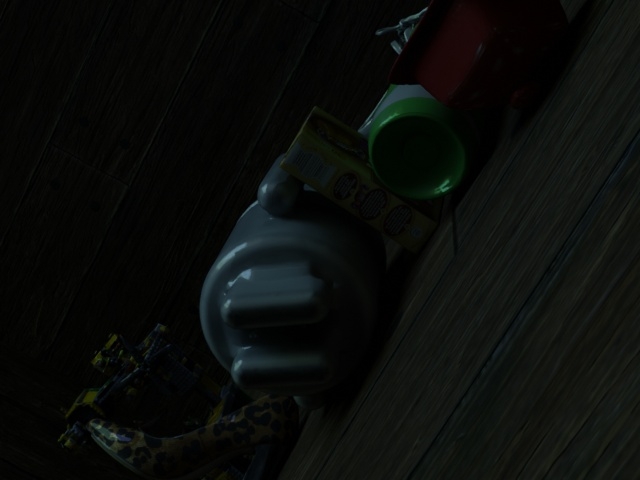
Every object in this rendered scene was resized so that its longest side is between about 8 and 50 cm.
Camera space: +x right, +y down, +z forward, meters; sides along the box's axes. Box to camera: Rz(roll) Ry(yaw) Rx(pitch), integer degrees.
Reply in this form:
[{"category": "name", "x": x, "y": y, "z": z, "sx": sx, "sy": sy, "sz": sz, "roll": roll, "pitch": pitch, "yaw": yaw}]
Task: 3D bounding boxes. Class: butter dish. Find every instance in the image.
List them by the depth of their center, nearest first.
[{"category": "butter dish", "x": 0.171, "y": -0.177, "z": 1.027, "sx": 0.160, "sy": 0.118, "sz": 0.160, "roll": -9, "pitch": -31, "yaw": -33}]

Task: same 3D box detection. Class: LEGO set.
[{"category": "LEGO set", "x": -0.218, "y": 0.292, "z": 1.543, "sx": 0.255, "sy": 0.331, "sz": 0.192, "roll": -40, "pitch": 9, "yaw": 10}]

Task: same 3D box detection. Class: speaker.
[{"category": "speaker", "x": 0.139, "y": -0.168, "z": 1.239, "sx": 0.131, "sy": 0.131, "sz": 0.296, "roll": -59, "pitch": 4, "yaw": 37}]

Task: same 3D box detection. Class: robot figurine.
[{"category": "robot figurine", "x": -0.025, "y": 0.051, "z": 1.273, "sx": 0.353, "sy": 0.200, "sz": 0.300, "roll": -73, "pitch": -20, "yaw": -69}]

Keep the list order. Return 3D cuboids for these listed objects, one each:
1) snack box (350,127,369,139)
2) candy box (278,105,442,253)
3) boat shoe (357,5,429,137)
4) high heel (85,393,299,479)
[{"category": "snack box", "x": 0.035, "y": -0.097, "z": 1.797, "sx": 0.207, "sy": 0.174, "sz": 0.070, "roll": -55, "pitch": 11, "yaw": 56}, {"category": "candy box", "x": 0.051, "y": -0.071, "z": 1.237, "sx": 0.053, "sy": 0.187, "sz": 0.109, "roll": -57, "pitch": 4, "yaw": 26}, {"category": "boat shoe", "x": 0.167, "y": -0.318, "z": 1.772, "sx": 0.367, "sy": 0.156, "sz": 0.136, "roll": -61, "pitch": 4, "yaw": 13}, {"category": "high heel", "x": -0.164, "y": 0.238, "z": 1.412, "sx": 0.186, "sy": 0.261, "sz": 0.093, "roll": -64, "pitch": -12, "yaw": -10}]
